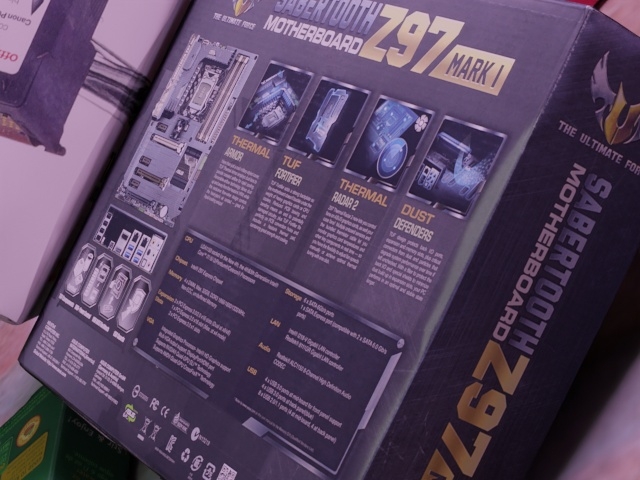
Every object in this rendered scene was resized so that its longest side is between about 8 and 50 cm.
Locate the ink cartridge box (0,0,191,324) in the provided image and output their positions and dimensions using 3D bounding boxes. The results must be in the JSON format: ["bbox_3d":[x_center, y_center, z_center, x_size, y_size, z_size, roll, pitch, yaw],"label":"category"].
[{"bbox_3d":[-0.107,-0.091,0.767,0.237,0.100,0.172,-64,2,-1],"label":"ink cartridge box"}]

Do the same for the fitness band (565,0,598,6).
[{"bbox_3d":[0.035,-0.113,0.792,0.291,0.054,0.209,-34,27,36],"label":"fitness band"}]

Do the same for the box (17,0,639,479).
[{"bbox_3d":[0.000,0.000,0.614,0.232,0.059,0.183,24,89,57],"label":"box"}]

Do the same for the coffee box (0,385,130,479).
[{"bbox_3d":[-0.128,0.145,0.743,0.113,0.040,0.184,-42,25,25],"label":"coffee box"}]
